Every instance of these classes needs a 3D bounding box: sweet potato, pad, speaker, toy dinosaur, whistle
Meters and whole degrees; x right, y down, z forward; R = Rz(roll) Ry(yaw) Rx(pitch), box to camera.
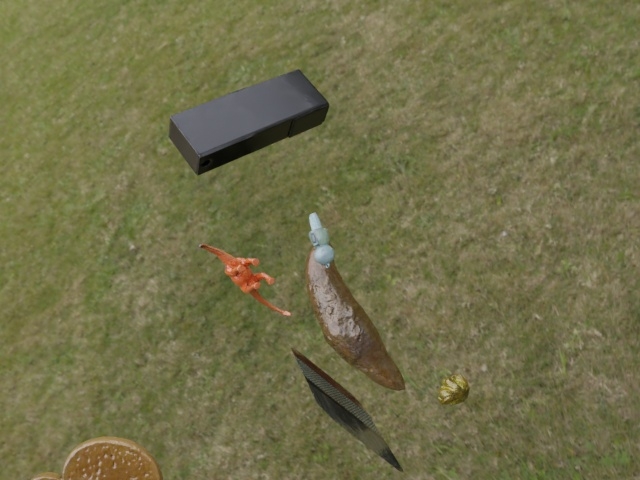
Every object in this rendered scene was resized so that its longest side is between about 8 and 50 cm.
[{"bbox_3d":[0.051,0.158,1.201,0.092,0.114,0.341,-45,70,46],"label":"sweet potato"},{"bbox_3d":[0.106,0.272,0.926,0.055,0.323,0.250,-67,16,4],"label":"pad"},{"bbox_3d":[-0.097,-0.169,0.856,0.218,0.044,0.082,-30,71,-29],"label":"speaker"},{"bbox_3d":[-0.138,0.081,1.220,0.101,0.279,0.055,0,49,51],"label":"toy dinosaur"},{"bbox_3d":[0.000,0.000,1.031,0.035,0.035,0.100,-22,71,15],"label":"whistle"}]

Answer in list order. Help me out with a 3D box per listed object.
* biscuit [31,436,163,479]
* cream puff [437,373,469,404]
[{"bbox_3d":[-0.444,0.497,1.155,0.289,0.044,0.202,-30,89,-9],"label":"biscuit"},{"bbox_3d":[0.315,0.351,1.420,0.058,0.083,0.083,3,58,45],"label":"cream puff"}]
